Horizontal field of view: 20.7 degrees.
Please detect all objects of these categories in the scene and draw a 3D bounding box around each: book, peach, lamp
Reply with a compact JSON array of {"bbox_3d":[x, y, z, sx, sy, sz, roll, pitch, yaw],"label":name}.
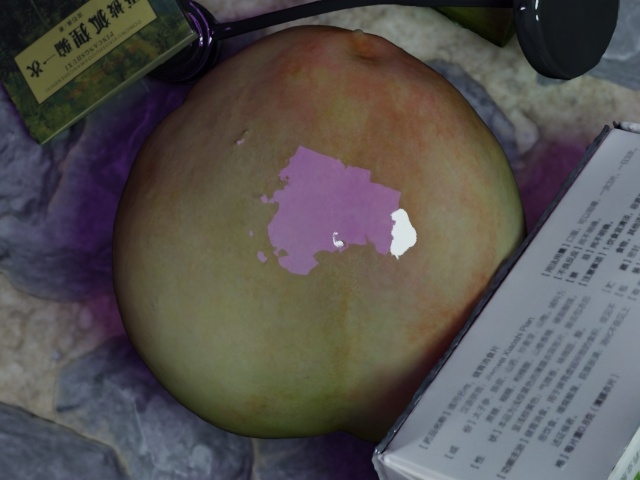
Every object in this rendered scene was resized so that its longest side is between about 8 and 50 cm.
[{"bbox_3d":[-0.206,-0.209,1.340,0.160,0.024,0.228,-33,78,20],"label":"book"},{"bbox_3d":[0.001,0.000,1.201,0.292,0.247,0.292,7,117,15],"label":"peach"},{"bbox_3d":[0.021,-0.168,1.251,0.371,0.108,0.130,4,100,18],"label":"lamp"}]

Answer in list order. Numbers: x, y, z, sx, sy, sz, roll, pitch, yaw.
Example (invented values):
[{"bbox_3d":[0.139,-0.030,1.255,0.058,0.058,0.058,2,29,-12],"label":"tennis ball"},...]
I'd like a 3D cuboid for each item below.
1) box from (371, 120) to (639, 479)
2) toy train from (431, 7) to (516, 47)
[{"bbox_3d":[0.190,0.094,1.134,0.145,0.173,0.333,18,54,31],"label":"box"},{"bbox_3d":[0.067,-0.279,1.310,0.307,0.126,0.189,31,84,8],"label":"toy train"}]
